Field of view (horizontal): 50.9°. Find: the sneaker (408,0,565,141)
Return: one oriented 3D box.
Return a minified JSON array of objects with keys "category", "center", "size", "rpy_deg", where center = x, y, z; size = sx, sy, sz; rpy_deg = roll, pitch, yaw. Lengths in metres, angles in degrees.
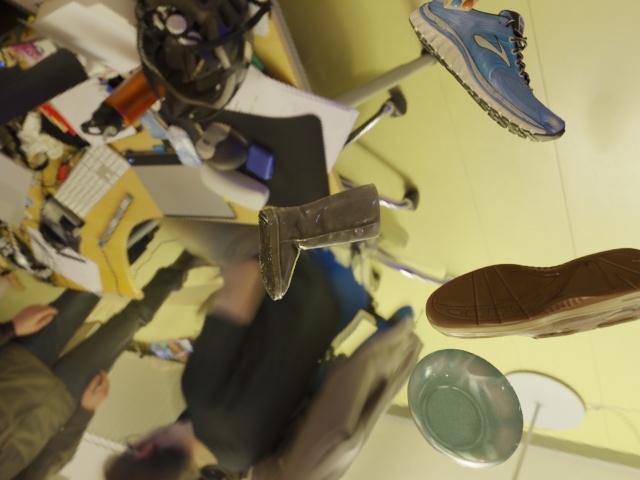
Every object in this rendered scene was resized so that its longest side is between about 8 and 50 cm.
[{"category":"sneaker","center":[0.297,-0.302,1.116],"size":[0.147,0.129,0.330],"rpy_deg":[-41,78,14]}]

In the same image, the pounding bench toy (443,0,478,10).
[{"category":"pounding bench toy","center":[0.219,-0.377,0.993],"size":[0.052,0.083,0.065],"rpy_deg":[-43,60,51]}]

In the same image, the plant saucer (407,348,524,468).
[{"category":"plant saucer","center":[0.208,0.262,1.022],"size":[0.194,0.037,0.195],"rpy_deg":[10,107,36]}]

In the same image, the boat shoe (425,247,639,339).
[{"category":"boat shoe","center":[0.295,0.091,0.900],"size":[0.302,0.109,0.098],"rpy_deg":[-12,132,7]}]

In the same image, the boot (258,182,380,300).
[{"category":"boot","center":[0.001,0.002,1.158],"size":[0.076,0.208,0.190],"rpy_deg":[47,142,46]}]
